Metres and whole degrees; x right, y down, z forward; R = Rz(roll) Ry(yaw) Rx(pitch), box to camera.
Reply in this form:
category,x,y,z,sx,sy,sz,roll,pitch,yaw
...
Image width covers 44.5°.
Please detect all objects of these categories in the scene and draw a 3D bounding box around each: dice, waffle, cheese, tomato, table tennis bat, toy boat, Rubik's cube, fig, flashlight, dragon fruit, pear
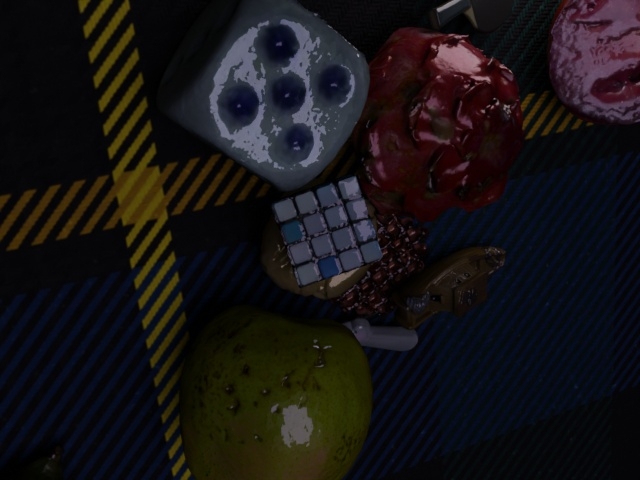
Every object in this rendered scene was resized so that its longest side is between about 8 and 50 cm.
category,x,y,z,sx,sy,sz,roll,pitch,yaw
dice,-0.099,-0.256,1.316,0.264,0.268,0.263,32,92,-29
waffle,0.121,0.046,1.604,0.221,0.055,0.234,5,109,-26
cheese,0.000,0.000,1.485,0.213,0.117,0.226,22,94,1
tomato,0.598,-0.417,1.629,0.289,0.176,0.335,-7,109,0
table tennis bat,0.294,-0.467,1.490,0.301,0.022,0.174,-41,119,-38
toy boat,0.282,0.092,1.629,0.321,0.121,0.089,-26,122,-35
Rubik's cube,0.010,-0.021,1.352,0.154,0.151,0.155,-20,93,0
fig,-0.527,0.497,1.424,0.195,0.195,0.245,38,54,-28
flashlight,0.121,0.201,1.665,0.200,0.048,0.093,9,137,-30
dragon fruit,0.243,-0.205,1.444,0.386,0.248,0.371,38,71,-48
pear,-0.081,0.312,1.437,0.390,0.391,0.391,-7,108,-22

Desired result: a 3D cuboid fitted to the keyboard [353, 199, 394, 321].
category,x,y,z,sx,sy,sz,roll,pitch,yaw
keyboard,0.096,0.046,1.632,0.106,0.016,0.263,-21,113,-16
